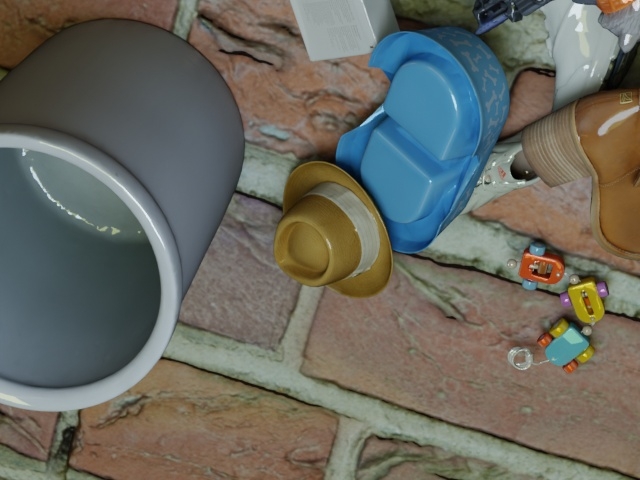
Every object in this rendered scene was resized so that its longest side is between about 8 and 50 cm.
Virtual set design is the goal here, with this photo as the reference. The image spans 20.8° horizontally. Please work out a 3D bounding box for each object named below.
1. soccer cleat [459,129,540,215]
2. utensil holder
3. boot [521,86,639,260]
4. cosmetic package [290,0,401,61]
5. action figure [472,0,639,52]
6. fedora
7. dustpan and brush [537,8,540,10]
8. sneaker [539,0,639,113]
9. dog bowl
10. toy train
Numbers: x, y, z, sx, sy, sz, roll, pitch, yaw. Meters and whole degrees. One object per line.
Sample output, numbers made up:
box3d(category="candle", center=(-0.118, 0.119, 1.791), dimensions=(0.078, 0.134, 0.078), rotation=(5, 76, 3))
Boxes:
box3d(category="soccer cleat", center=(0.207, -0.081, 2.027), dimensions=(0.196, 0.076, 0.068), rotation=(-29, 108, 23))
box3d(category="utensil holder", center=(-0.274, -0.045, 1.968), dimensions=(0.328, 0.385, 0.327), rotation=(4, 117, 9))
box3d(category="boot", center=(0.383, -0.084, 1.908), dimensions=(0.220, 0.109, 0.283), rotation=(-18, 136, 36))
box3d(category="cosmetic package", center=(0.004, -0.323, 1.942), dimensions=(0.099, 0.060, 0.239), rotation=(-1, 119, 37))
box3d(category="action figure", center=(0.223, -0.321, 1.765), dimensions=(0.330, 0.178, 0.341), rotation=(50, 128, 0))
box3d(category="fedora", center=(0.000, 0.000, 2.063), dimensions=(0.194, 0.079, 0.194), rotation=(33, 138, 35))
box3d(category="dustpan and brush", center=(0.166, -0.324, 1.930), dimensions=(0.211, 0.060, 0.147), rotation=(47, 128, -6))
box3d(category="sneaker", center=(0.292, -0.264, 1.917), dimensions=(0.129, 0.111, 0.297), rotation=(19, 115, 19))
box3d(category="dog bowl", center=(0.118, -0.118, 1.972), dimensions=(0.166, 0.074, 0.297), rotation=(44, 139, 21))
box3d(category="toy train", center=(0.283, 0.079, 2.113), dimensions=(0.125, 0.046, 0.166), rotation=(9, 115, 8))
